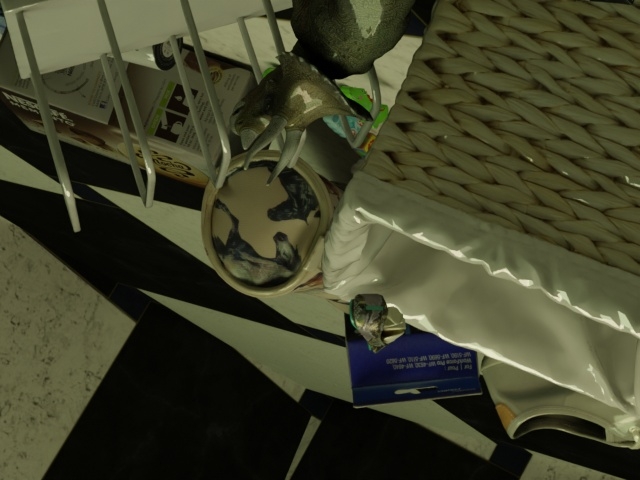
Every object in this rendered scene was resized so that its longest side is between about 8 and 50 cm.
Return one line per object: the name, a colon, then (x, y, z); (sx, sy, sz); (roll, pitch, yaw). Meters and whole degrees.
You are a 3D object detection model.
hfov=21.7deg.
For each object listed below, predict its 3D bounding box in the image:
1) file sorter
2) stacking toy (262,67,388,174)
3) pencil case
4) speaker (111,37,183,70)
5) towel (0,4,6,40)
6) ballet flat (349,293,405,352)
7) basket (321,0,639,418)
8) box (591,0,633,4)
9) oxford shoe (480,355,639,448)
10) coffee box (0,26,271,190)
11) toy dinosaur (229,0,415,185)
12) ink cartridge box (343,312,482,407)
file sorter: (-0.104, -0.136, 1.397); (0.277, 0.173, 0.193); (-17, 172, -9)
stacking toy: (0.055, -0.117, 1.802); (0.221, 0.052, 0.167); (39, 165, -36)
pencil case: (0.000, 0.000, 1.964); (0.183, 0.160, 0.410); (21, -179, 20)
speaker: (-0.220, -0.226, 1.827); (0.136, 0.055, 0.055); (16, 166, 28)
towel: (-0.471, -0.294, 2.047); (0.285, 0.034, 0.209); (22, 169, 5)
ballet flat: (0.051, 0.070, 1.387); (0.041, 0.041, 0.114); (20, 170, 14)
basket: (0.201, -0.041, 1.341); (0.331, 0.266, 0.328); (23, 168, 3)
box: (0.185, -0.206, 1.090); (0.052, 0.083, 0.062); (14, 165, 42)
oxford shoe: (0.421, 0.190, 2.046); (0.449, 0.130, 0.169); (-1, 161, 7)
coffee box: (-0.216, -0.162, 1.939); (0.297, 0.119, 0.168); (20, 169, 15)
toy dinosaur: (0.030, -0.192, 1.220); (0.121, 0.160, 0.313); (2, 144, -26)
ink cartridge box: (0.113, 0.114, 2.164); (0.165, 0.065, 0.333); (-6, -160, 0)
